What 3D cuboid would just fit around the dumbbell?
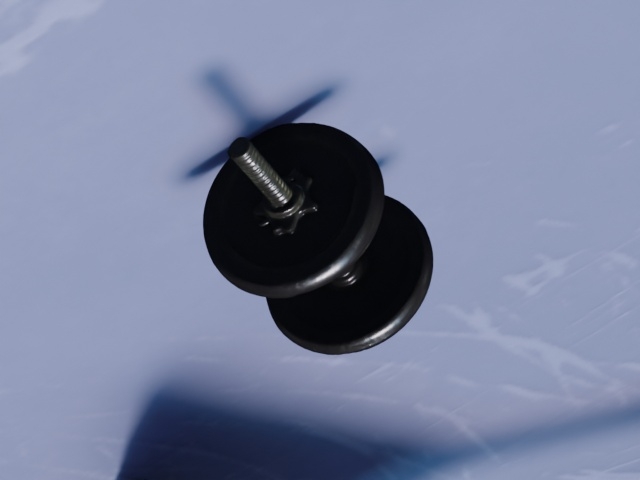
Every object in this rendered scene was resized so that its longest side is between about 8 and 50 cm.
[{"bbox_3d":[0.000,0.000,0.615,0.069,0.069,0.147,-31,146,7],"label":"dumbbell"}]
